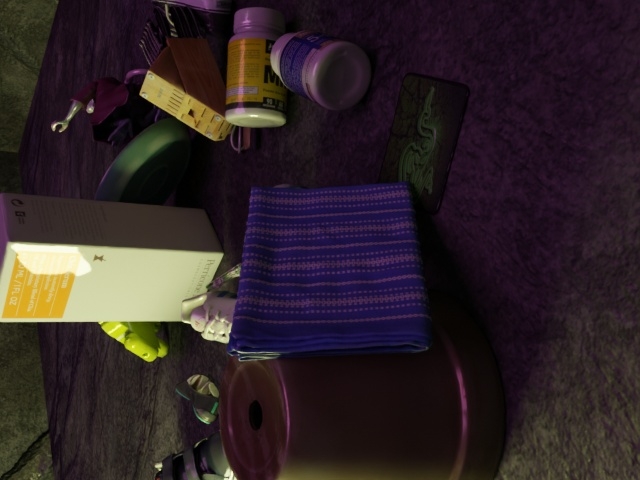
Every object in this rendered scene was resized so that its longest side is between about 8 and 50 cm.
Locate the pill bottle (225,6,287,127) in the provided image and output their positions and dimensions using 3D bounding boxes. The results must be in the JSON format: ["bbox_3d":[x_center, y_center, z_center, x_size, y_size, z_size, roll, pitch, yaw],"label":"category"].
[{"bbox_3d":[-0.120,-0.328,1.415,0.119,0.119,0.208,-1,86,57],"label":"pill bottle"}]

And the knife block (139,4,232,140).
[{"bbox_3d":[-0.274,-0.381,1.614,0.088,0.276,0.242,-46,15,54],"label":"knife block"}]

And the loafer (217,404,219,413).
[{"bbox_3d":[-0.091,0.345,1.353,0.268,0.096,0.084,30,93,47],"label":"loafer"}]

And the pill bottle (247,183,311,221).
[{"bbox_3d":[0.000,0.000,1.170,0.264,0.146,0.146,24,107,56],"label":"pill bottle"}]

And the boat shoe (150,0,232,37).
[{"bbox_3d":[-0.313,-0.535,1.749,0.306,0.113,0.104,24,114,39],"label":"boat shoe"}]

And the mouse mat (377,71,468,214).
[{"bbox_3d":[0.146,-0.146,1.087,0.153,0.007,0.189,32,114,54],"label":"mouse mat"}]

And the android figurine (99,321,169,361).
[{"bbox_3d":[-0.473,0.184,1.810,0.056,0.273,0.248,-34,47,4],"label":"android figurine"}]

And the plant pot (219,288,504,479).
[{"bbox_3d":[0.031,0.220,0.981,0.323,0.281,0.322,-11,76,56],"label":"plant pot"}]

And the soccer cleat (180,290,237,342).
[{"bbox_3d":[-0.161,0.166,1.409,0.331,0.143,0.115,7,93,57],"label":"soccer cleat"}]

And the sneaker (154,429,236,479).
[{"bbox_3d":[-0.273,0.505,1.571,0.321,0.128,0.126,-52,44,39],"label":"sneaker"}]

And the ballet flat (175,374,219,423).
[{"bbox_3d":[-0.262,0.338,1.630,0.203,0.074,0.074,19,103,63],"label":"ballet flat"}]

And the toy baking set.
[{"bbox_3d":[-0.176,-0.298,1.587,0.256,0.030,0.196,45,128,53],"label":"toy baking set"}]

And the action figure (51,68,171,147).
[{"bbox_3d":[-0.567,-0.382,2.001,0.370,0.248,0.275,41,120,48],"label":"action figure"}]

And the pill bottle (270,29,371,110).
[{"bbox_3d":[-0.008,-0.293,1.243,0.187,0.112,0.111,38,118,52],"label":"pill bottle"}]

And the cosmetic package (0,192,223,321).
[{"bbox_3d":[-0.472,0.048,1.617,0.161,0.454,0.230,60,135,40],"label":"cosmetic package"}]

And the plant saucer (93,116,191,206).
[{"bbox_3d":[-0.402,-0.144,1.727,0.044,0.317,0.317,37,126,9],"label":"plant saucer"}]

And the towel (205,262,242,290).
[{"bbox_3d":[-0.150,0.056,1.446,0.152,0.113,0.023,-30,89,54],"label":"towel"}]

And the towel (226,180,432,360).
[{"bbox_3d":[0.012,0.023,0.970,0.336,0.244,0.040,-89,-5,-51],"label":"towel"}]
